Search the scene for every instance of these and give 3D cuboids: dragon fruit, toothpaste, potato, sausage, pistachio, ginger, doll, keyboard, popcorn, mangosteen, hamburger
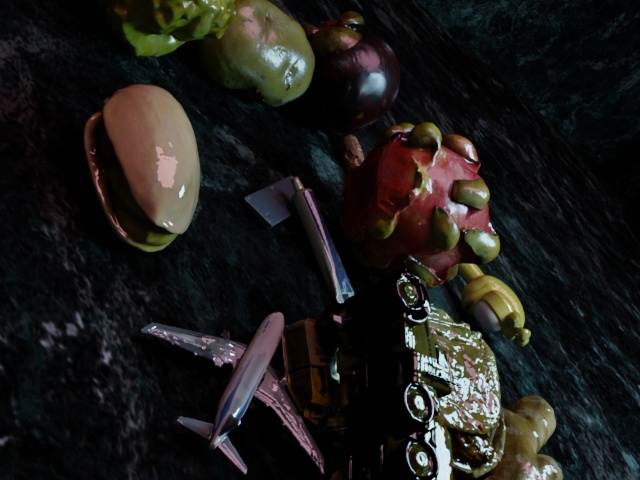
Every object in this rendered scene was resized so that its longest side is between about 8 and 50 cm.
[{"bbox_3d":[0.146,-0.044,1.327,0.243,0.227,0.307,28,-11,-6],"label":"dragon fruit"},{"bbox_3d":[0.000,0.000,1.228,0.057,0.035,0.197,3,61,-61],"label":"toothpaste"},{"bbox_3d":[-0.103,-0.302,1.397,0.200,0.137,0.154,20,31,-38],"label":"potato"},{"bbox_3d":[0.059,-0.129,1.536,0.158,0.042,0.036,-101,179,-47],"label":"sausage"},{"bbox_3d":[-0.182,-0.083,0.959,0.145,0.117,0.200,27,32,-49],"label":"pistachio"},{"bbox_3d":[0.236,0.283,1.124,0.148,0.081,0.333,26,26,-2],"label":"ginger"},{"bbox_3d":[0.252,0.061,1.502,0.291,0.086,0.117,55,-2,21],"label":"doll"},{"bbox_3d":[-0.056,-0.056,1.254,0.055,0.014,0.176,48,24,3],"label":"keyboard"},{"bbox_3d":[-0.210,-0.339,1.221,0.197,0.198,0.155,3,78,-58],"label":"popcorn"},{"bbox_3d":[0.038,-0.284,1.524,0.210,0.210,0.210,38,26,-22],"label":"mangosteen"},{"bbox_3d":[0.134,0.188,1.087,0.183,0.130,0.206,21,46,-20],"label":"hamburger"}]

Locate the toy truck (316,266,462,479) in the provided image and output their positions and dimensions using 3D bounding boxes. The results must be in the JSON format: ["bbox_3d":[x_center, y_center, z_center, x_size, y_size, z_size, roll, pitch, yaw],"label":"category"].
[{"bbox_3d":[0.080,0.163,0.927,0.127,0.127,0.257,21,52,-35],"label":"toy truck"}]

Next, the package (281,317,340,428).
[{"bbox_3d":[0.000,0.154,0.986,0.071,0.047,0.131,15,59,-48],"label":"package"}]

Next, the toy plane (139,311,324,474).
[{"bbox_3d":[-0.074,0.136,0.881,0.226,0.058,0.226,40,22,-8],"label":"toy plane"}]
